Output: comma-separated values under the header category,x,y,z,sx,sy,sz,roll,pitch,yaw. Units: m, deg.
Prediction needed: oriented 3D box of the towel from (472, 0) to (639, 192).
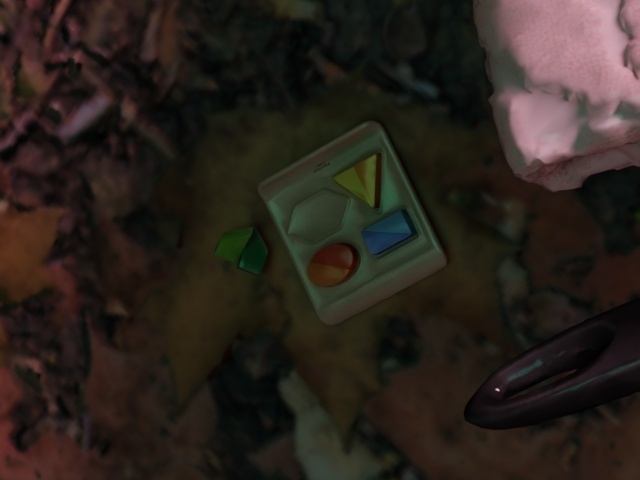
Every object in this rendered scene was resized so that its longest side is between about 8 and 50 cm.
category,x,y,z,sx,sy,sz,roll,pitch,yaw
towel,0.178,-0.203,0.535,0.317,0.053,0.331,-13,69,24

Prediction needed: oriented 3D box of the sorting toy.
category,x,y,z,sx,sy,sz,roll,pitch,yaw
sorting toy,0.000,0.000,0.717,0.083,0.012,0.062,-29,85,23

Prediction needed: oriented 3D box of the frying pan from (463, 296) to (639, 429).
category,x,y,z,sx,sy,sz,roll,pitch,yaw
frying pan,0.211,0.004,0.525,0.326,0.197,0.053,-38,119,1
